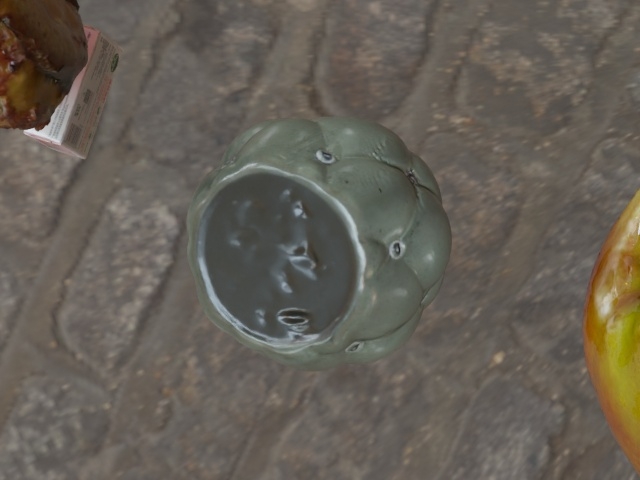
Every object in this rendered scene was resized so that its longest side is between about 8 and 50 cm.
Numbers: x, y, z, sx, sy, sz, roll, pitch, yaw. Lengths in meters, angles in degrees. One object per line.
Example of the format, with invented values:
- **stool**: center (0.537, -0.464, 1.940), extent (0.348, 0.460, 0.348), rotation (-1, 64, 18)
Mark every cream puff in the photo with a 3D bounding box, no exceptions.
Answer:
- **cream puff**: center (-0.309, -0.205, 1.403), extent (0.164, 0.240, 0.240), rotation (-35, 84, 6)

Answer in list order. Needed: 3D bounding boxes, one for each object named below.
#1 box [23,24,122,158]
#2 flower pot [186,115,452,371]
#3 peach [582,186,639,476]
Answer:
- **box**: center (-0.251, -0.153, 1.612), extent (0.043, 0.089, 0.125), rotation (18, 85, 10)
- **flower pot**: center (0.000, 0.000, 1.454), extent (0.246, 0.195, 0.246), rotation (5, 102, 24)
- **peach**: center (0.381, 0.126, 1.163), extent (0.380, 0.242, 0.306), rotation (21, 124, -15)
